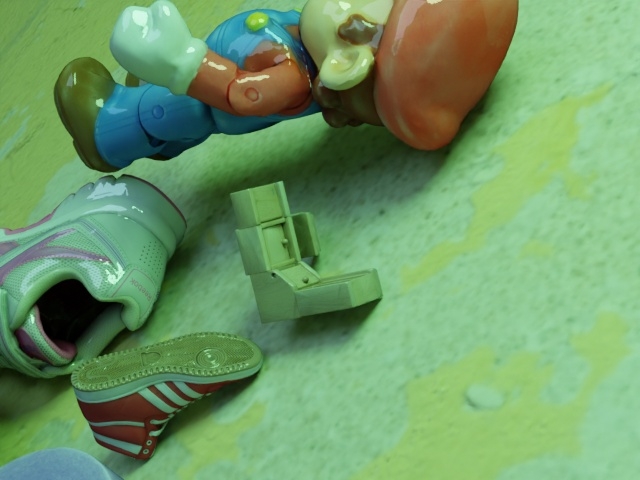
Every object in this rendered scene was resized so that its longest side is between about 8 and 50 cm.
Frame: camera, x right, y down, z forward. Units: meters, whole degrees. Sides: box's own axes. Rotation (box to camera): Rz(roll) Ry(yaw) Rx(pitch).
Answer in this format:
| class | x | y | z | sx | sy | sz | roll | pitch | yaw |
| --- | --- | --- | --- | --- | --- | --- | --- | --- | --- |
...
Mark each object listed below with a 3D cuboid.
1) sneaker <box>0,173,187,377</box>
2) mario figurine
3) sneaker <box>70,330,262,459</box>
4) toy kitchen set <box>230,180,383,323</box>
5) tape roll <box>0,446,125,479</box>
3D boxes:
| class | x | y | z | sx | sy | sz | roll | pitch | yaw |
| --- | --- | --- | --- | --- | --- | --- | --- | --- | --- |
| sneaker | -0.217 | 0.047 | 0.897 | 0.252 | 0.103 | 0.111 | -27 | 35 | 24 |
| mario figurine | -0.022 | -0.144 | 0.826 | 0.320 | 0.170 | 0.198 | -10 | 41 | 29 |
| sneaker | -0.093 | 0.099 | 0.776 | 0.118 | 0.067 | 0.042 | -9 | 35 | -3 |
| toy kitchen set | 0.000 | 0.000 | 0.761 | 0.075 | 0.083 | 0.068 | -12 | 3 | 38 |
| tape roll | -0.158 | 0.214 | 0.673 | 0.189 | 0.080 | 0.189 | -26 | 37 | 22 |
